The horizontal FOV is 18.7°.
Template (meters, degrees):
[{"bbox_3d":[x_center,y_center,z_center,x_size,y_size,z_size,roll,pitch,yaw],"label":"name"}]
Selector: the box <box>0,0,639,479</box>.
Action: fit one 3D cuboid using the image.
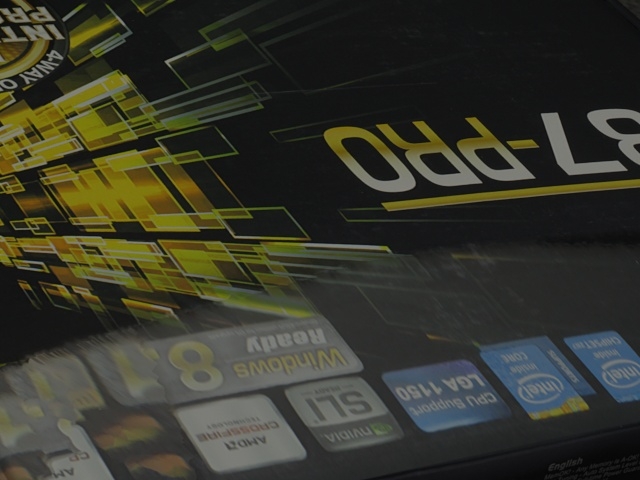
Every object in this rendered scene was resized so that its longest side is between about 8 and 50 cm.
[{"bbox_3d":[0.000,0.000,0.700,0.395,0.097,0.318,-6,41,-32],"label":"box"}]
